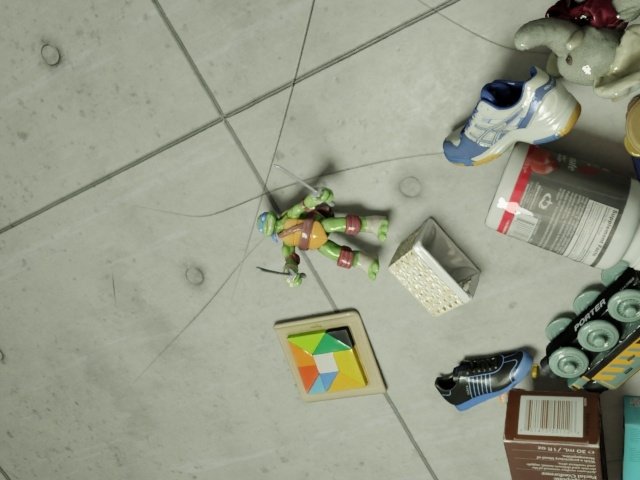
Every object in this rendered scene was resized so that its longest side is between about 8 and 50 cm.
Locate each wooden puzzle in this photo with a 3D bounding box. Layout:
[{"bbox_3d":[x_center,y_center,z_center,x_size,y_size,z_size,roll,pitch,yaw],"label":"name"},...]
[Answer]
[{"bbox_3d":[0.020,0.284,1.874,0.221,0.044,0.239,-12,112,24],"label":"wooden puzzle"}]

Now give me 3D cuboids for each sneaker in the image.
[{"bbox_3d":[0.354,0.295,1.744,0.090,0.081,0.232,41,124,-14],"label":"sneaker"},{"bbox_3d":[0.315,-0.227,1.417,0.131,0.112,0.296,43,147,-20],"label":"sneaker"}]

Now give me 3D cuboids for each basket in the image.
[{"bbox_3d":[0.234,0.061,1.643,0.167,0.113,0.103,47,125,-9],"label":"basket"}]

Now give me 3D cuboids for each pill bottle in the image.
[{"bbox_3d":[0.479,-0.052,1.452,0.318,0.176,0.176,21,122,10],"label":"pill bottle"}]

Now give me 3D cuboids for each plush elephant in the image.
[{"bbox_3d":[0.419,-0.366,1.258,0.330,0.272,0.255,18,98,-18],"label":"plush elephant"}]

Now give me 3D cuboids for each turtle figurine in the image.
[{"bbox_3d":[0.000,0.000,1.618,0.266,0.198,0.275,10,163,-6],"label":"turtle figurine"}]

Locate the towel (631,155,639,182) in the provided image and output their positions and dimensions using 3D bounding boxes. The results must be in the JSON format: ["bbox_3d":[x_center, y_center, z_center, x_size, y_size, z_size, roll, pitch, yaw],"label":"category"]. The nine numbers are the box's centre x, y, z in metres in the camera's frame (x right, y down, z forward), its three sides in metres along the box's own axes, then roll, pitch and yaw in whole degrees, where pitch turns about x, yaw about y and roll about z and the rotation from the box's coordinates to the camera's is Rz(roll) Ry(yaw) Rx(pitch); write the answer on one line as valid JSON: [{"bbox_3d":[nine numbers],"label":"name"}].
[{"bbox_3d":[0.748,-0.120,1.412,0.336,0.040,0.243,-16,110,25],"label":"towel"}]

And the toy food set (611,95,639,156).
[{"bbox_3d":[0.601,-0.203,1.405,0.132,0.038,0.192,-23,85,20],"label":"toy food set"}]

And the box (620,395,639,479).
[{"bbox_3d":[0.682,0.463,1.710,0.060,0.100,0.244,1,117,19],"label":"box"}]

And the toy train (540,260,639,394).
[{"bbox_3d":[0.592,0.183,1.577,0.190,0.142,0.334,29,123,-9],"label":"toy train"}]

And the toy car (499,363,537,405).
[{"bbox_3d":[0.434,0.323,1.755,0.060,0.040,0.122,19,122,9],"label":"toy car"}]

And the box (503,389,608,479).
[{"bbox_3d":[0.513,0.491,1.708,0.191,0.143,0.381,-3,133,22],"label":"box"}]
